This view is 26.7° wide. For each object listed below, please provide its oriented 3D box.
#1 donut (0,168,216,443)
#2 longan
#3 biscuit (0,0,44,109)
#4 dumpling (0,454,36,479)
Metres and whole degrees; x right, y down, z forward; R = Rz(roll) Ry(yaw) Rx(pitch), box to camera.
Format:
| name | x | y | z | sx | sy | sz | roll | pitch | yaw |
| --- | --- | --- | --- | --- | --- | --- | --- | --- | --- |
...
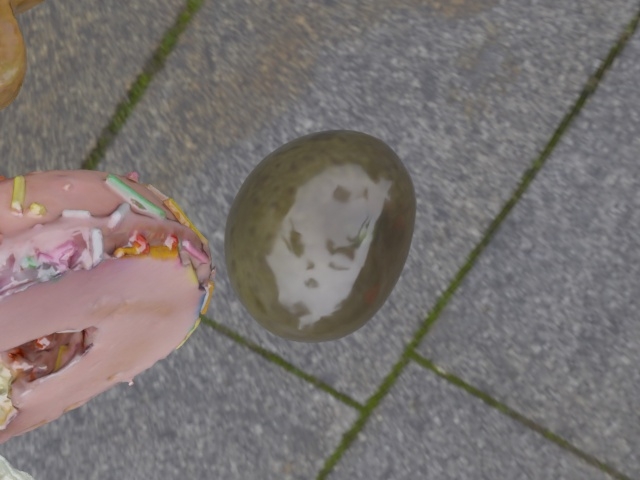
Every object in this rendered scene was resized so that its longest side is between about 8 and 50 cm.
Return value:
| name | x | y | z | sx | sy | sz | roll | pitch | yaw |
| --- | --- | --- | --- | --- | --- | --- | --- | --- | --- |
| donut | -0.159 | 0.032 | 0.753 | 0.199 | 0.233 | 0.085 | -28 | 69 | -4 |
| longan | 0.000 | 0.000 | 1.521 | 0.215 | 0.246 | 0.246 | 4 | 106 | -19 |
| biscuit | -0.322 | -0.168 | 0.877 | 0.275 | 0.052 | 0.355 | 42 | 55 | 0 |
| dumpling | -0.424 | 0.293 | 1.641 | 0.100 | 0.169 | 0.134 | -25 | 110 | -36 |
